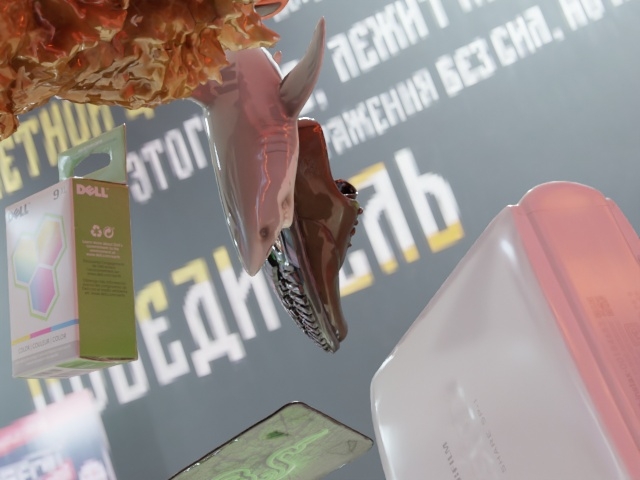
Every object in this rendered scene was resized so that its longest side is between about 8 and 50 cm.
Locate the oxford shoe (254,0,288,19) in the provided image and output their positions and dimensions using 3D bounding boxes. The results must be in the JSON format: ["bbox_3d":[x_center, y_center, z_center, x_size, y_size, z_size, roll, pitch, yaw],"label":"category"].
[{"bbox_3d":[-0.070,-0.351,1.240,0.096,0.098,0.271,-6,-57,-5],"label":"oxford shoe"}]

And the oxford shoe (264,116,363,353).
[{"bbox_3d":[0.000,0.000,1.060,0.096,0.083,0.227,-29,-50,-20],"label":"oxford shoe"}]

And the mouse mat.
[{"bbox_3d":[-0.057,0.220,1.214,0.189,0.007,0.152,-33,-37,18],"label":"mouse mat"}]

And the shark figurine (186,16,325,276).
[{"bbox_3d":[-0.083,-0.110,0.917,0.116,0.278,0.166,9,-68,-21],"label":"shark figurine"}]

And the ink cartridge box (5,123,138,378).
[{"bbox_3d":[-0.216,0.008,1.090,0.062,0.209,0.109,7,-17,-42],"label":"ink cartridge box"}]

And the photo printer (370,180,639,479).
[{"bbox_3d":[0.145,0.147,0.899,0.107,0.256,0.307,-5,-31,-27],"label":"photo printer"}]

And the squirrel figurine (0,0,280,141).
[{"bbox_3d":[-0.176,-0.237,0.584,0.281,0.397,0.370,-4,31,29],"label":"squirrel figurine"}]
